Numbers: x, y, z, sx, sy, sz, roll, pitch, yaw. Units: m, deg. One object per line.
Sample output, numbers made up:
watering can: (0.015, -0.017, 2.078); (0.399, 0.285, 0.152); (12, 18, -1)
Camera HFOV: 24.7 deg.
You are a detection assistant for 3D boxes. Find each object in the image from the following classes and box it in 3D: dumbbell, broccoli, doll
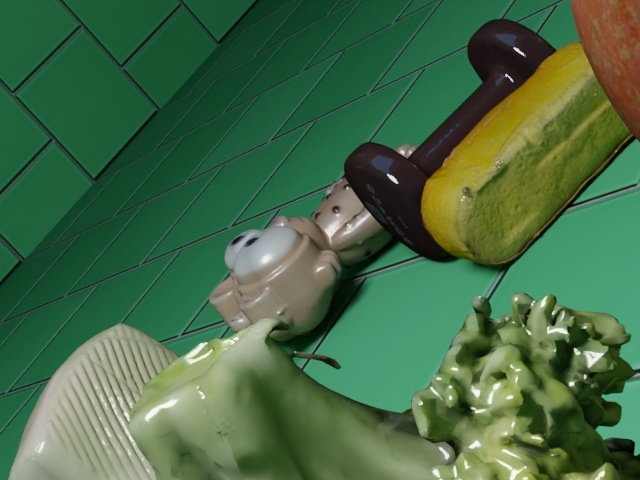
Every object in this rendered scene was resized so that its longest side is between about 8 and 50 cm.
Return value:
dumbbell: (0.141, -0.098, 1.421); (0.225, 0.140, 0.124); (-44, 27, -13)
broccoli: (0.008, 0.174, 0.773); (0.348, 0.281, 0.293); (-42, 16, -35)
doll: (0.002, -0.001, 1.533); (0.278, 0.119, 0.154); (-46, 18, -30)

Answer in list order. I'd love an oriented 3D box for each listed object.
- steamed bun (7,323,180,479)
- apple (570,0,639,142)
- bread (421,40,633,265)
steamed bun: (-0.205, 0.206, 1.399); (0.152, 0.170, 0.238); (-53, 5, 36)
apple: (0.328, -0.181, 0.947); (0.348, 0.277, 0.348); (-42, 9, 8)
bread: (0.197, -0.079, 1.324); (0.245, 0.102, 0.094); (-46, 23, -8)
